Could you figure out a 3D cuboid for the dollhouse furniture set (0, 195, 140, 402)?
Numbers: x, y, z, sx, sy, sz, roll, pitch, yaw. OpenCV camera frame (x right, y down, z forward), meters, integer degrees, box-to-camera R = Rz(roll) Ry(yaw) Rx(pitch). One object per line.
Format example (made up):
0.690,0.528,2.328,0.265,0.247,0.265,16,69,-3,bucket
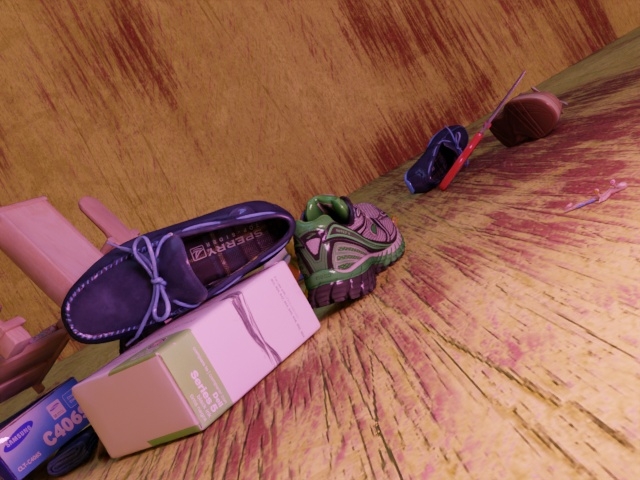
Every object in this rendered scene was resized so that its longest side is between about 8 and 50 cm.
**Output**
-0.462,0.122,1.468,0.355,0.174,0.303,-52,-11,25,dollhouse furniture set

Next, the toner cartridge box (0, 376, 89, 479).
-0.489,0.326,1.523,0.348,0.075,0.165,-31,7,48,toner cartridge box

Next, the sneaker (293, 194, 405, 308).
0.046,-0.013,1.521,0.134,0.146,0.343,-13,10,14,sneaker

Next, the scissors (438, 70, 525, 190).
0.342,-0.227,2.065,0.297,0.021,0.109,-56,-7,29,scissors

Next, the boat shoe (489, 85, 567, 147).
0.450,-0.277,2.100,0.089,0.104,0.285,-42,7,-11,boat shoe

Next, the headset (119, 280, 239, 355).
-0.234,0.129,1.574,0.243,0.185,0.394,-29,2,13,headset

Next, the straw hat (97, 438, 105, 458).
-0.266,0.238,1.359,0.061,0.145,0.144,11,1,-7,straw hat

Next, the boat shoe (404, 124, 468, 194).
0.299,-0.188,2.308,0.089,0.109,0.258,-15,31,46,boat shoe

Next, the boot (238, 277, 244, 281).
-0.209,0.117,2.081,0.115,0.112,0.305,-41,8,-6,boot

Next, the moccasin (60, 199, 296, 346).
-0.191,0.027,1.313,0.342,0.138,0.117,-32,9,-16,moccasin

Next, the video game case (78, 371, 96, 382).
-0.464,0.308,1.988,0.329,0.036,0.300,-28,5,17,video game case

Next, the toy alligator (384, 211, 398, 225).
0.117,-0.034,1.987,0.189,0.056,0.051,-145,75,-84,toy alligator

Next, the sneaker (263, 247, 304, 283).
-0.001,0.014,1.937,0.240,0.091,0.126,-33,6,-37,sneaker

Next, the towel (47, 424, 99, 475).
-0.355,0.306,1.412,0.067,0.029,0.119,-33,5,-1,towel

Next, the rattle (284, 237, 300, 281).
0.011,0.051,1.848,0.130,0.143,0.199,12,12,31,rattle

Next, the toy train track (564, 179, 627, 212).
0.327,-0.055,1.168,0.083,0.014,0.048,-26,6,42,toy train track

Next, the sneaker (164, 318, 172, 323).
-0.283,0.109,1.983,0.236,0.104,0.095,-64,12,-15,sneaker

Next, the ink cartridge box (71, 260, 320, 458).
-0.158,0.154,1.294,0.198,0.115,0.273,-25,7,40,ink cartridge box
